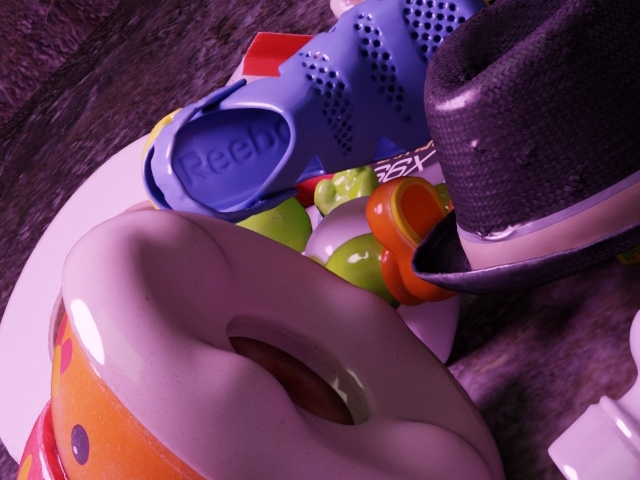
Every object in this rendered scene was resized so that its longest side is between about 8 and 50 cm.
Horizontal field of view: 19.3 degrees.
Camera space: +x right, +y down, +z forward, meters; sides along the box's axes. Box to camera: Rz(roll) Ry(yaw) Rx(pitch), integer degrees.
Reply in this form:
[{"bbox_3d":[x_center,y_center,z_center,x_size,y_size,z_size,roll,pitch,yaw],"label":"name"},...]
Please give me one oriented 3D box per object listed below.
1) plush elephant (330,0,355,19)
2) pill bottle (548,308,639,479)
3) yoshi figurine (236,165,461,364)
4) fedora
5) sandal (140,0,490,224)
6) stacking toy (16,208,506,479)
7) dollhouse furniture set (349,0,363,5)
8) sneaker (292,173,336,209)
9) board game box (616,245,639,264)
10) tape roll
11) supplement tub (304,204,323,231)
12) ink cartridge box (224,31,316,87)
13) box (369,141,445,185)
[{"bbox_3d":[0.211,-0.285,1.813,0.255,0.272,0.330,58,141,35],"label":"plush elephant"},{"bbox_3d":[0.283,0.057,1.024,0.318,0.176,0.176,-42,20,4],"label":"pill bottle"},{"bbox_3d":[-0.001,0.000,1.583,0.362,0.203,0.203,-29,46,50],"label":"yoshi figurine"},{"bbox_3d":[0.184,-0.103,1.314,0.334,0.152,0.334,-26,15,8],"label":"fedora"},{"bbox_3d":[-0.007,-0.092,1.425,0.317,0.126,0.138,-31,3,14],"label":"sandal"},{"bbox_3d":[-0.124,0.250,1.353,0.480,0.350,0.350,-56,15,19],"label":"stacking toy"},{"bbox_3d":[0.145,-0.358,1.542,0.394,0.362,0.256,-49,21,14],"label":"dollhouse furniture set"},{"bbox_3d":[-0.012,-0.071,1.940,0.279,0.118,0.107,-19,30,49],"label":"sneaker"},{"bbox_3d":[0.294,-0.065,1.449,0.092,0.043,0.181,-10,38,56],"label":"board game box"},{"bbox_3d":[-0.183,0.067,1.887,0.392,0.072,0.392,-29,44,33],"label":"tape roll"},{"bbox_3d":[0.000,0.000,1.845,0.107,0.071,0.071,-21,29,46],"label":"supplement tub"},{"bbox_3d":[0.005,-0.149,1.902,0.232,0.189,0.066,153,119,-76],"label":"ink cartridge box"},{"bbox_3d":[0.165,-0.083,1.684,0.307,0.076,0.242,-16,34,51],"label":"box"}]
